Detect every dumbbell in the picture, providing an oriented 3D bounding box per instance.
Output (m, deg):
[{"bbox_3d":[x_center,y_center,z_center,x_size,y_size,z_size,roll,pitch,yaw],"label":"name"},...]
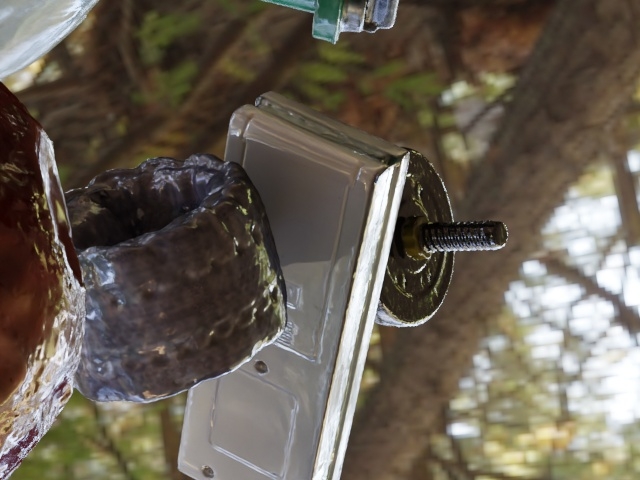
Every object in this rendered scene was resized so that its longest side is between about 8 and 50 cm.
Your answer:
[{"bbox_3d":[0.000,0.000,1.524,0.143,0.325,0.143,7,-98,-57],"label":"dumbbell"}]

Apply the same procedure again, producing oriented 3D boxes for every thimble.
[{"bbox_3d":[-0.095,0.020,1.078,0.150,0.150,0.097,-35,-61,-39],"label":"thimble"}]

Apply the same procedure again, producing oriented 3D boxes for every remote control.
[{"bbox_3d":[-0.020,0.050,1.190,0.055,0.103,0.277,-37,-35,-50],"label":"remote control"}]

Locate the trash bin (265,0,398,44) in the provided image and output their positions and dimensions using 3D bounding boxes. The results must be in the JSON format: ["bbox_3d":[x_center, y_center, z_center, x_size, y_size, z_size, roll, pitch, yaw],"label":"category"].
[{"bbox_3d":[-0.098,-0.329,1.454,0.381,0.259,0.295,9,-76,0],"label":"trash bin"}]

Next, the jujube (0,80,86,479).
[{"bbox_3d":[-0.183,0.004,0.547,0.230,0.155,0.155,11,-106,-21],"label":"jujube"}]

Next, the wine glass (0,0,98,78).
[{"bbox_3d":[-0.282,-0.153,1.352,0.143,0.321,0.143,29,-131,-39],"label":"wine glass"}]
